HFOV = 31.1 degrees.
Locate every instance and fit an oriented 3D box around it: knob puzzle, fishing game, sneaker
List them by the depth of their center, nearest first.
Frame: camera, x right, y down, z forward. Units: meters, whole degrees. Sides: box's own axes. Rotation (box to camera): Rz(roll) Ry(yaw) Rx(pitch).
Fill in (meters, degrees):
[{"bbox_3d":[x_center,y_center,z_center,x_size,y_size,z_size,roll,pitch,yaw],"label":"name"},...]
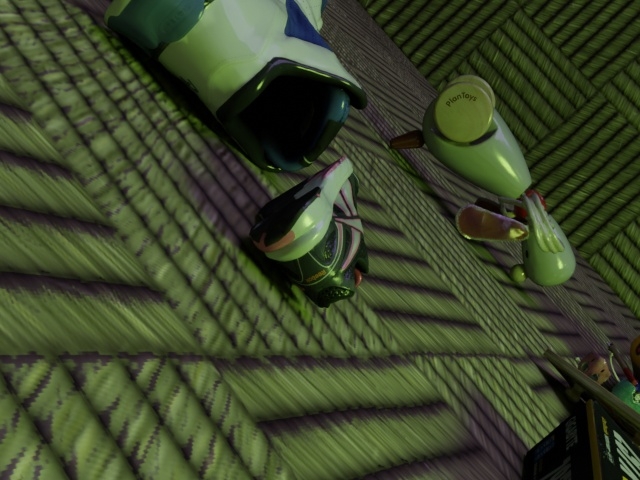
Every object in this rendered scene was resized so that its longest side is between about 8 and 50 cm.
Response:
[{"bbox_3d":[0.000,0.000,0.793,0.077,0.072,0.178,58,19,-9],"label":"sneaker"},{"bbox_3d":[-0.047,-0.146,0.961,0.182,0.127,0.315,51,19,0],"label":"sneaker"},{"bbox_3d":[0.339,0.215,1.278,0.213,0.030,0.213,42,-3,3],"label":"knob puzzle"},{"bbox_3d":[0.466,0.263,1.565,0.264,0.041,0.189,53,11,-14],"label":"fishing game"}]

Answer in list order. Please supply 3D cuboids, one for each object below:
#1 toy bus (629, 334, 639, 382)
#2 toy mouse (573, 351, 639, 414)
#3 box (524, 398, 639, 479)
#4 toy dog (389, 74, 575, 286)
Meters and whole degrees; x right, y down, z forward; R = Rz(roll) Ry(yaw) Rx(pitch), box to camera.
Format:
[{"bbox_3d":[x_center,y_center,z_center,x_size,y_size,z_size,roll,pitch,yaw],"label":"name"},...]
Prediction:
[{"bbox_3d":[0.512,0.184,1.612,0.130,0.108,0.333,52,4,23],"label":"toy bus"},{"bbox_3d":[0.347,0.179,1.371,0.161,0.031,0.143,49,-8,39],"label":"toy mouse"},{"bbox_3d":[0.245,0.257,0.765,0.257,0.079,0.322,47,13,4],"label":"box"},{"bbox_3d":[0.217,-0.076,1.618,0.220,0.161,0.333,25,40,-66],"label":"toy dog"}]
